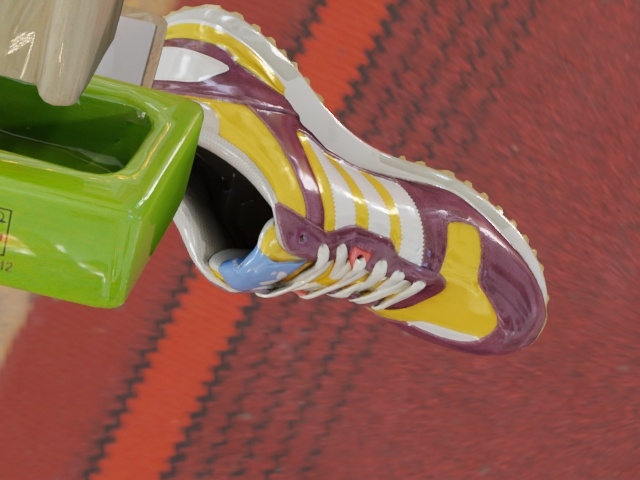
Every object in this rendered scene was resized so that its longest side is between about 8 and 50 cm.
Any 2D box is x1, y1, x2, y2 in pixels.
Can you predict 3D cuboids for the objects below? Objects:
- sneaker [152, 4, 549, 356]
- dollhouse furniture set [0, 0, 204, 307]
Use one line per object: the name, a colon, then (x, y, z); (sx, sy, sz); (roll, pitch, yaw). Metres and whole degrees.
sneaker: (0.000, 0.000, 0.707); (0.185, 0.084, 0.069); (35, 132, -13)
dollhouse furniture set: (-0.092, -0.158, 0.453); (0.198, 0.151, 0.301); (14, 128, -5)
